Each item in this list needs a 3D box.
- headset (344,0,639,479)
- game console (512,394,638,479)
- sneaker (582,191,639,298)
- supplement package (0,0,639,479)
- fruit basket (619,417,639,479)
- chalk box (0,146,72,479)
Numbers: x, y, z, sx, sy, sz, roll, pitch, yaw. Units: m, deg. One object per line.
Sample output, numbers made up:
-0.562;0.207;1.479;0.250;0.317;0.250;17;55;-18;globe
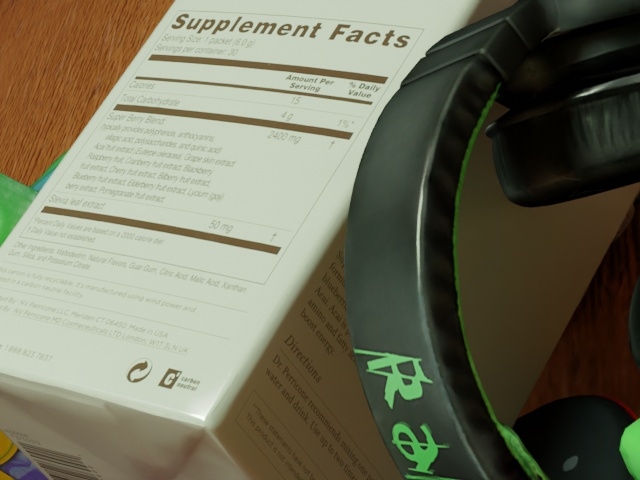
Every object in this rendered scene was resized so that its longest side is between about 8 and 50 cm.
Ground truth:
0.177;-0.027;0.800;0.185;0.243;0.394;-19;22;50;headset
0.007;0.265;0.913;0.386;0.060;0.342;-34;28;39;game console
0.118;-0.010;1.072;0.252;0.103;0.111;-46;27;30;sneaker
0.000;0.000;0.919;0.175;0.177;0.293;10;57;40;supplement package
0.245;0.099;0.471;0.327;0.165;0.353;-26;22;-17;fruit basket
-0.108;0.050;1.155;0.179;0.289;0.180;-32;30;42;chalk box
